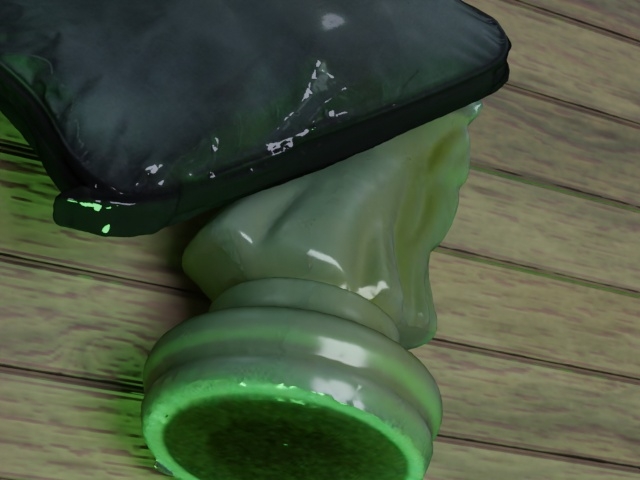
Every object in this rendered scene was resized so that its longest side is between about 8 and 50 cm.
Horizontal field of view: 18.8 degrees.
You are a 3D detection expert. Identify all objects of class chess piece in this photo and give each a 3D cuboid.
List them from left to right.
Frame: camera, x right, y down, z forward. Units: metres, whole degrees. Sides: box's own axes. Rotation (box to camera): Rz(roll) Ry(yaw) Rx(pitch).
[{"bbox_3d":[0.000,0.000,1.150,0.176,0.176,0.298,32,52,-28],"label":"chess piece"}]

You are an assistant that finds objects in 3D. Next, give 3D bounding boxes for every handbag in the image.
[{"bbox_3d":[-0.050,-0.113,1.116,0.332,0.075,0.191,-23,60,-36],"label":"handbag"}]
